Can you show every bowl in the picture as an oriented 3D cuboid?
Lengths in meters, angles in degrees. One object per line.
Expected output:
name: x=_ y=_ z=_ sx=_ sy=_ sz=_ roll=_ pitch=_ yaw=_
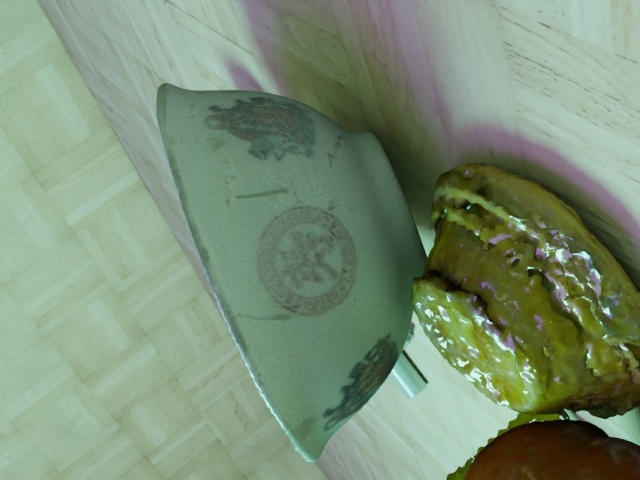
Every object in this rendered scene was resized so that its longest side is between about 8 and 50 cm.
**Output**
bowl: x=0.000 y=0.000 z=0.975 sx=0.435 sy=0.196 sz=0.434 roll=-21 pitch=-90 yaw=-88

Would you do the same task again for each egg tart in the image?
egg tart: x=0.177 y=0.066 z=0.830 sx=0.294 sy=0.123 sz=0.294 roll=49 pitch=167 yaw=16

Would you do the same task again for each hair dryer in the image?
hair dryer: x=0.130 y=0.176 z=1.400 sx=0.155 sy=0.044 sz=0.183 roll=51 pitch=163 yaw=-2

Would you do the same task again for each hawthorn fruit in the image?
hawthorn fruit: x=0.260 y=0.298 z=0.809 sx=0.284 sy=0.284 sz=0.284 roll=48 pitch=165 yaw=18

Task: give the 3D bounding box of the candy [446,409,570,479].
candy: x=0.289 y=0.326 z=0.988 sx=0.297 sy=0.187 sz=0.081 roll=47 pitch=180 yaw=31
